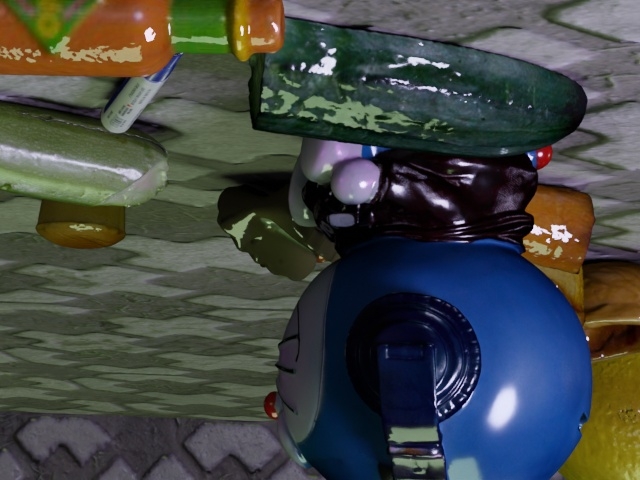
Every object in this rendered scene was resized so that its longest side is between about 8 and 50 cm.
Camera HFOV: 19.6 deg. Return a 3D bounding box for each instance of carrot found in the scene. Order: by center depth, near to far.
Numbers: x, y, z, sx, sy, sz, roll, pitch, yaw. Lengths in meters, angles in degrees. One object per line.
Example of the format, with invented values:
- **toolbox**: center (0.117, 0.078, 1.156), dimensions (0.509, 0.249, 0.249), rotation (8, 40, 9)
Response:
- **carrot**: center (0.130, -0.024, 1.531), dimensions (0.205, 0.072, 0.072), rotation (11, 167, -21)

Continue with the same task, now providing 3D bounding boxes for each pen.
- **pen**: center (-0.124, -0.110, 1.286), dimensions (0.025, 0.025, 0.204), rotation (7, 167, -16)

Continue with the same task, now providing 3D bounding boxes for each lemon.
- **lemon**: center (0.373, 0.193, 2.124), dimensions (0.263, 0.235, 0.236), rotation (-18, 163, 15)

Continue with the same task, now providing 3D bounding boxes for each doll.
- **doll**: center (0.077, 0.060, 1.355), dimensions (0.240, 0.309, 0.284), rotation (-1, 168, 10)

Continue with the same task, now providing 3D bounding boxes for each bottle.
- **bottle**: center (-0.115, -0.129, 1.087), dimensions (0.187, 0.069, 0.069), rotation (1, 168, 5)

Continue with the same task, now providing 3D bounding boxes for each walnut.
- **walnut**: center (0.283, 0.067, 1.880), dimensions (0.167, 0.087, 0.211), rotation (11, 159, -36)

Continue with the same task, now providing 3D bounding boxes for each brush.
- **brush**: center (0.011, 0.010, 1.699), dimensions (0.084, 0.071, 0.301), rotation (-6, 163, 27)

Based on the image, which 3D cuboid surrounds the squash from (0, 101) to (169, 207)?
- **squash**: center (-0.222, -0.068, 1.407), dimensions (0.239, 0.069, 0.069), rotation (10, 167, -26)

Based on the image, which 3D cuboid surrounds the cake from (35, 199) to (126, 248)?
- **cake**: center (-0.220, -0.019, 1.712), dimensions (0.084, 0.044, 0.084), rotation (2, 167, 0)

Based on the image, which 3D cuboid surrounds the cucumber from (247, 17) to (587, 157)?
- **cucumber**: center (0.066, -0.091, 1.237), dimensions (0.244, 0.063, 0.115), rotation (5, 169, -16)

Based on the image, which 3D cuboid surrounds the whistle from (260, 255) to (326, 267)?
- **whistle**: center (-0.003, -0.004, 1.773), dimensions (0.109, 0.057, 0.046), rotation (-2, -145, -16)

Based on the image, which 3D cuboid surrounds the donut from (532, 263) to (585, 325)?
- **donut**: center (0.170, 0.035, 1.775), dimensions (0.178, 0.065, 0.162), rotation (1, 153, 35)
